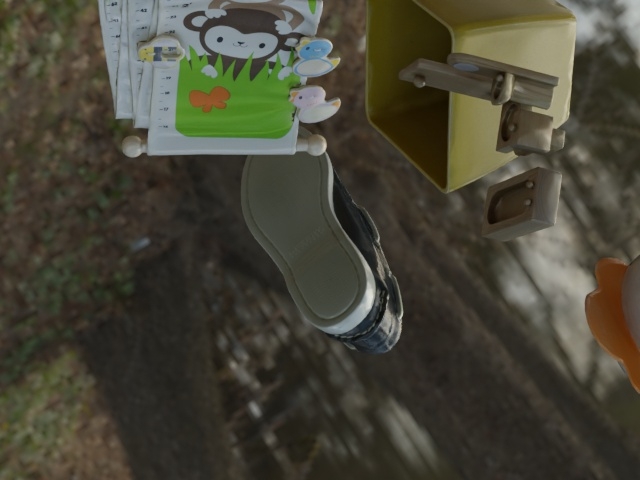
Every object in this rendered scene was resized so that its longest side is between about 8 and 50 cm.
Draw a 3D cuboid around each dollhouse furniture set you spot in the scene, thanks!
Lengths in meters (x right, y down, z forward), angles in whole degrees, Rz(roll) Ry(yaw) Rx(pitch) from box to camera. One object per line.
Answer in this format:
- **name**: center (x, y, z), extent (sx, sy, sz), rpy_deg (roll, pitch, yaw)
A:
- **dollhouse furniture set**: center (0.144, -0.090, 1.479), extent (0.123, 0.151, 0.144), rpy_deg (12, 169, -16)

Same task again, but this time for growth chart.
- **growth chart**: center (-0.073, -0.127, 1.073), extent (0.172, 0.021, 0.237), rpy_deg (-5, 146, 1)

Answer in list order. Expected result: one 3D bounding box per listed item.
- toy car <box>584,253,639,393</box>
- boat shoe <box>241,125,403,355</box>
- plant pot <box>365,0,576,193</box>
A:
- **toy car**: center (0.277, 0.074, 1.040), extent (0.238, 0.210, 0.219), rpy_deg (-2, 153, -23)
- **boat shoe**: center (0.000, 0.000, 1.640), extent (0.114, 0.302, 0.091), rpy_deg (-33, 135, 16)
- **plant pot**: center (0.182, -0.212, 1.867), extent (0.187, 0.212, 0.212), rpy_deg (-15, 125, -20)
